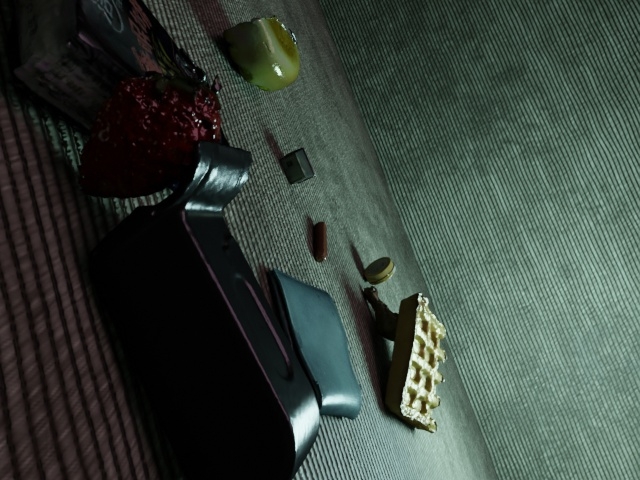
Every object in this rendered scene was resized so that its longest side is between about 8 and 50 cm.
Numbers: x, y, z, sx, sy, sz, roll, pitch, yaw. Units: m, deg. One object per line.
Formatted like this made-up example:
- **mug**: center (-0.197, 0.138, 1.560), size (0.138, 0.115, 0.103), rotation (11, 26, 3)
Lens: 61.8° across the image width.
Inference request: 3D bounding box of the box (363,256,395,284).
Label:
- **box**: center (0.192, 0.098, 1.741), size (0.037, 0.105, 0.105), rotation (55, 19, -20)

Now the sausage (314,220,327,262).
- **sausage**: center (0.001, 0.000, 1.387), size (0.035, 0.030, 0.147), rotation (57, 20, -37)

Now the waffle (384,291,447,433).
- **waffle**: center (0.286, 0.361, 1.561), size (0.304, 0.077, 0.348), rotation (46, 50, -48)

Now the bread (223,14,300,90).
- **bread**: center (-0.146, -0.450, 1.316), size (0.260, 0.158, 0.156), rotation (40, 43, -60)

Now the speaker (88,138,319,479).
- **speaker**: center (-0.098, 0.102, 0.621), size (0.388, 0.184, 0.180), rotation (63, 16, 3)

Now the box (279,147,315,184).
- **box**: center (-0.061, -0.190, 1.391), size (0.085, 0.060, 0.063), rotation (66, 21, -10)

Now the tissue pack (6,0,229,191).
- **tissue pack**: center (-0.255, -0.225, 0.715), size (0.332, 0.123, 0.245), rotation (45, 23, -60)

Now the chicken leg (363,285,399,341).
- **chicken leg**: center (0.191, 0.226, 1.634), size (0.069, 0.085, 0.198), rotation (-21, 75, -50)

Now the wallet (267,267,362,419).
- **wallet**: center (-0.003, 0.208, 1.066), size (0.251, 0.054, 0.290), rotation (38, 32, -62)

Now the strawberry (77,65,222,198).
- **strawberry**: center (-0.184, -0.114, 0.610), size (0.085, 0.192, 0.140), rotation (48, -27, 25)
